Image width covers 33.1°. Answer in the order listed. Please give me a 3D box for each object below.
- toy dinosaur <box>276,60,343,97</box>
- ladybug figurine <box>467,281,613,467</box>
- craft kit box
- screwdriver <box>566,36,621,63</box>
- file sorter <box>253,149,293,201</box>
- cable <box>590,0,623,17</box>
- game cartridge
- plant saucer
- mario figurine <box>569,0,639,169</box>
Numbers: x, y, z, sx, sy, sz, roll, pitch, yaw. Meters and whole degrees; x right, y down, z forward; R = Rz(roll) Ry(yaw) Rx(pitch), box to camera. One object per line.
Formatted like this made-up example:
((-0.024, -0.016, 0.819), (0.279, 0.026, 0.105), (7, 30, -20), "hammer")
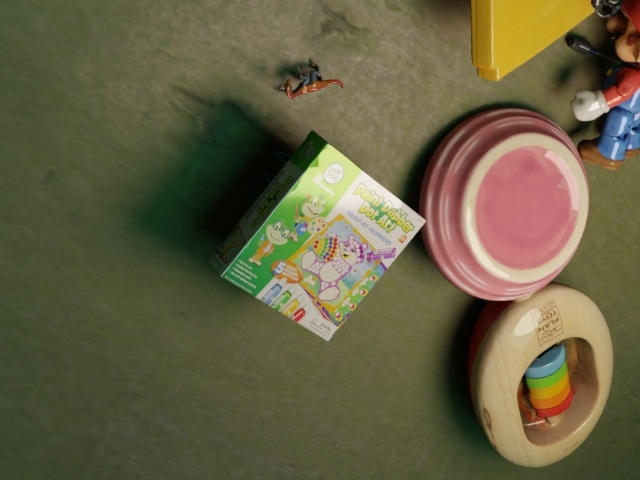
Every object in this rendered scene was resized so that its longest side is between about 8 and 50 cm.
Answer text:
((-0.019, -0.231, 1.580), (0.082, 0.090, 0.047), (-63, 162, -47), "toy dinosaur")
((0.405, 0.240, 2.058), (0.305, 0.162, 0.449), (-27, 128, -16), "ladybug figurine")
((0.000, 0.000, 1.605), (0.250, 0.061, 0.246), (34, 94, -40), "craft kit box")
((0.483, -0.320, 1.865), (0.170, 0.024, 0.025), (17, 78, -39), "screwdriver")
((-0.043, -0.037, 1.659), (0.118, 0.104, 0.170), (14, 109, -36), "file sorter")
((0.463, -0.452, 1.711), (0.184, 0.047, 0.150), (-57, 143, -39), "cable")
((0.324, -0.424, 1.612), (0.324, 0.053, 0.285), (-36, 133, -37), "game cartridge")
((0.327, -0.057, 1.817), (0.332, 0.084, 0.332), (-4, 99, -23), "plant saucer")
((0.516, -0.295, 1.839), (0.170, 0.198, 0.320), (11, 125, 0), "mario figurine")
